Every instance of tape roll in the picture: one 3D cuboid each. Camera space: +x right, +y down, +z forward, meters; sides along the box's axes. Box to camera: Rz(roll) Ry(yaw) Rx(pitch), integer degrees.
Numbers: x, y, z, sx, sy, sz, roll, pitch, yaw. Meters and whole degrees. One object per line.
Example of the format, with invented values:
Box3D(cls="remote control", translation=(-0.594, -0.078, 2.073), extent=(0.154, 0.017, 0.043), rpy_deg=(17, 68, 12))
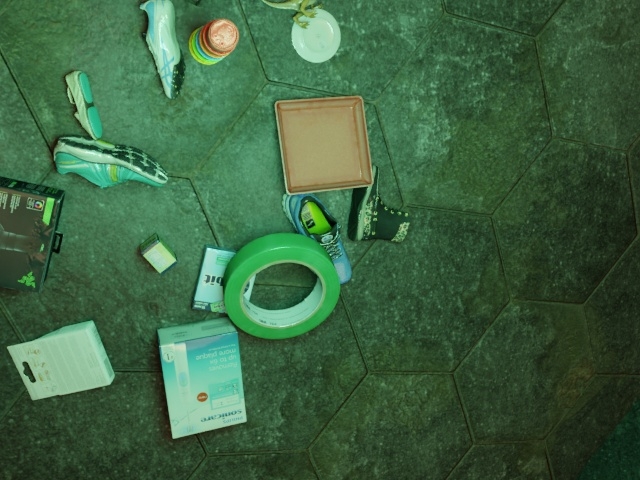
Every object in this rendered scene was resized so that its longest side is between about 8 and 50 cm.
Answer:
Box3D(cls="tape roll", translation=(-0.108, 0.131, 1.545), extent=(0.322, 0.077, 0.321), rpy_deg=(-7, 123, -10))

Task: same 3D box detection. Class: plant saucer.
Box3D(cls="plant saucer", translation=(0.008, -0.267, 1.559), extent=(0.259, 0.048, 0.258), rpy_deg=(-8, 91, -17))

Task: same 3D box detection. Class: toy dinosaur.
Box3D(cls="toy dinosaur", translation=(-0.064, -0.624, 1.468), extent=(0.212, 0.064, 0.112), rpy_deg=(-21, 77, -14))

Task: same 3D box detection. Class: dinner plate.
Box3D(cls="dinner plate", translation=(-0.009, -0.561, 1.518), extent=(0.141, 0.017, 0.141), rpy_deg=(-5, 107, -18))

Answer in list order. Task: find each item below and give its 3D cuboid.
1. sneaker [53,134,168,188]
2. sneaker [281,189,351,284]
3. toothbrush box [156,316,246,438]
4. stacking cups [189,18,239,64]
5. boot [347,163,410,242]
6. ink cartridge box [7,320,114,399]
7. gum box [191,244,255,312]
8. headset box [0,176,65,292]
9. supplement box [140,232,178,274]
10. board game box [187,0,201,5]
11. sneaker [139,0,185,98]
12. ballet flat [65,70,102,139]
Box3D(cls="sneaker", translation=(-0.529, -0.185, 1.412), extent=(0.276, 0.107, 0.109), rpy_deg=(14, 119, -17))
Box3D(cls="sneaker", translation=(0.000, 0.000, 1.600), extent=(0.130, 0.147, 0.329), rpy_deg=(-33, 113, -8))
Box3D(cls="toothbrush box", translation=(-0.342, 0.391, 1.600), extent=(0.217, 0.126, 0.295), rpy_deg=(-7, 108, -17))
Box3D(cls="stacking cups", translation=(-0.243, -0.473, 1.299), extent=(0.096, 0.316, 0.095), rpy_deg=(-5, 104, -19))
Box3D(cls="boot", translation=(0.186, -0.105, 1.675), extent=(0.179, 0.085, 0.236), rpy_deg=(6, 102, -25))
Box3D(cls="ink cartridge box", translation=(-0.703, 0.330, 1.512), extent=(0.225, 0.056, 0.180), rpy_deg=(-12, 109, 4))
Box3D(cls="gum box", translation=(-0.273, 0.116, 1.594), extent=(0.157, 0.041, 0.184), rpy_deg=(11, 100, -22))
Box3D(cls="headset box", translation=(-0.774, -0.023, 1.337), extent=(0.283, 0.131, 0.246), rpy_deg=(14, 100, -22))
Box3D(cls="supplement box", translation=(-0.436, 0.035, 1.494), extent=(0.056, 0.083, 0.083), rpy_deg=(-39, 114, -6))
Box3D(cls="board game box", translation=(-0.283, -0.687, 1.240), extent=(0.141, 0.291, 0.231), rpy_deg=(20, 96, -23))
Box3D(cls="sneaker", translation=(-0.393, -0.474, 1.383), extent=(0.086, 0.085, 0.237), rpy_deg=(-1, 110, 8))
Box3D(cls="ballet flat", translation=(-0.587, -0.331, 1.370), extent=(0.053, 0.057, 0.168), rpy_deg=(-6, 104, 11))
